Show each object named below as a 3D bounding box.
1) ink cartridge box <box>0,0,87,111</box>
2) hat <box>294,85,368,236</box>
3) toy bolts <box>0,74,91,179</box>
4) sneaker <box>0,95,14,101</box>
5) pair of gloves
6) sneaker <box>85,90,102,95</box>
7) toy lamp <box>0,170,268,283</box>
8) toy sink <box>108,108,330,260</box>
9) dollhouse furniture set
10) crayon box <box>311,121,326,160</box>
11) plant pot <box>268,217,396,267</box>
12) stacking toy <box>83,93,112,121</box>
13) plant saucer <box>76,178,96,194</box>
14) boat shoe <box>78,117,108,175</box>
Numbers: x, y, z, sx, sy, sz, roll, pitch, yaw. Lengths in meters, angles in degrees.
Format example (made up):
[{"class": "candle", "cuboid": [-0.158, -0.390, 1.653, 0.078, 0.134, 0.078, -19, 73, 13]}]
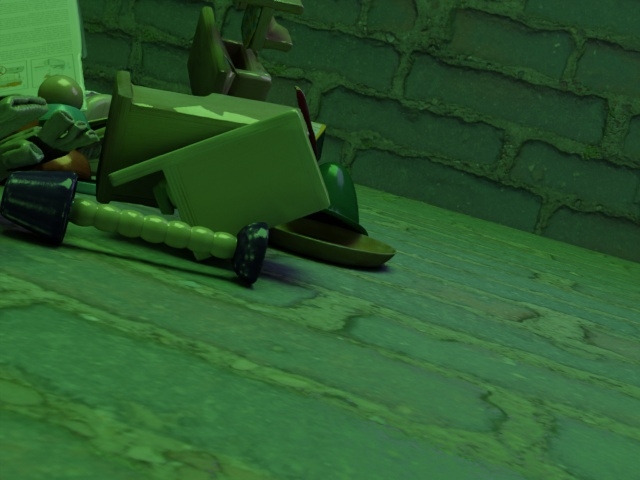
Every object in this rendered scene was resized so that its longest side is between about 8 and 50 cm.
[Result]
[{"class": "ink cartridge box", "cuboid": [-0.535, -0.278, 1.383, 0.308, 0.091, 0.385, -11, 49, -10]}, {"class": "hat", "cuboid": [0.029, -0.120, 1.468, 0.173, 0.183, 0.208, 18, -11, 21]}, {"class": "toy bolts", "cuboid": [-0.384, -0.165, 1.074, 0.229, 0.158, 0.218, 13, -24, -40]}, {"class": "sneaker", "cuboid": [-0.510, -0.192, 1.472, 0.344, 0.134, 0.146, 30, 8, 34]}, {"class": "pair of gloves", "cuboid": [-0.347, -0.081, 0.872, 0.204, 0.042, 0.240, -24, 1, 3]}, {"class": "sneaker", "cuboid": [-0.400, -0.240, 1.719, 0.282, 0.102, 0.161, 25, -12, -3]}, {"class": "toy lamp", "cuboid": [-0.195, -0.018, 0.913, 0.275, 0.080, 0.080, 12, 8, -15]}, {"class": "toy sink", "cuboid": [-0.115, -0.061, 1.048, 0.234, 0.131, 0.153, -19, 7, 1]}, {"class": "dollhouse furniture set", "cuboid": [-0.197, -0.222, 1.288, 0.257, 0.362, 0.394, 7, 38, -21]}, {"class": "crayon box", "cuboid": [-0.136, -0.149, 1.618, 0.203, 0.083, 0.323, 18, 34, 10]}, {"class": "plant pot", "cuboid": [0.000, 0.000, 1.326, 0.236, 0.032, 0.236, 14, 8, -2]}, {"class": "stacking toy", "cuboid": [-0.518, -0.233, 1.672, 0.330, 0.141, 0.141, 16, 7, 37]}, {"class": "plant saucer", "cuboid": [-0.329, -0.079, 1.319, 0.192, 0.018, 0.067, 10, 9, -26]}, {"class": "boat shoe", "cuboid": [-0.397, -0.144, 1.263, 0.105, 0.089, 0.285, 15, 12, 24]}]
